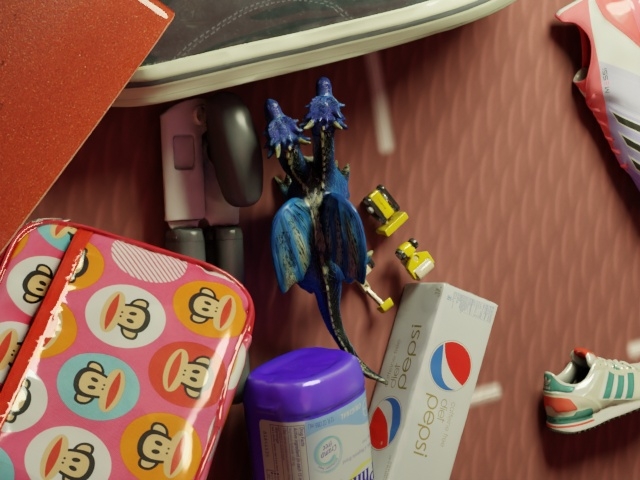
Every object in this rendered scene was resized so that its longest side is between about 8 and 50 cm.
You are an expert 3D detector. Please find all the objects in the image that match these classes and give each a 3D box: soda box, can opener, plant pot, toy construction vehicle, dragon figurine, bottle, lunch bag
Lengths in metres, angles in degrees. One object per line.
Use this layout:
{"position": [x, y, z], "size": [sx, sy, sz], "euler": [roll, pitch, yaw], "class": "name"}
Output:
{"position": [0.098, 0.152, 1.577], "size": [0.069, 0.074, 0.216], "euler": [23, 78, -28], "class": "soda box"}
{"position": [-0.094, 0.010, 1.459], "size": [0.076, 0.095, 0.283], "euler": [-4, 91, -29], "class": "can opener"}
{"position": [-0.318, -0.128, 1.233], "size": [0.236, 0.267, 0.267], "euler": [41, 67, -21], "class": "plant pot"}
{"position": [0.056, 0.010, 1.581], "size": [0.086, 0.035, 0.098], "euler": [-45, 101, -23], "class": "toy construction vehicle"}
{"position": [0.000, 0.000, 1.472], "size": [0.085, 0.144, 0.289], "euler": [-7, 93, 5], "class": "dragon figurine"}
{"position": [-0.003, 0.245, 1.495], "size": [0.118, 0.092, 0.282], "euler": [-22, 111, -50], "class": "bottle"}
{"position": [-0.205, 0.124, 1.317], "size": [0.258, 0.120, 0.293], "euler": [19, 49, -2], "class": "lunch bag"}

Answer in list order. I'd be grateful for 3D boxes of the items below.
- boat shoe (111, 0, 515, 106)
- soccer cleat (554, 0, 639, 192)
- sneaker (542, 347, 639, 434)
{"position": [0.010, -0.248, 1.474], "size": [0.500, 0.187, 0.156], "euler": [-17, 103, -23], "class": "boat shoe"}
{"position": [0.316, -0.141, 1.710], "size": [0.095, 0.083, 0.248], "euler": [-15, 103, 1], "class": "soccer cleat"}
{"position": [0.298, 0.142, 1.697], "size": [0.161, 0.057, 0.075], "euler": [-20, 104, -25], "class": "sneaker"}
